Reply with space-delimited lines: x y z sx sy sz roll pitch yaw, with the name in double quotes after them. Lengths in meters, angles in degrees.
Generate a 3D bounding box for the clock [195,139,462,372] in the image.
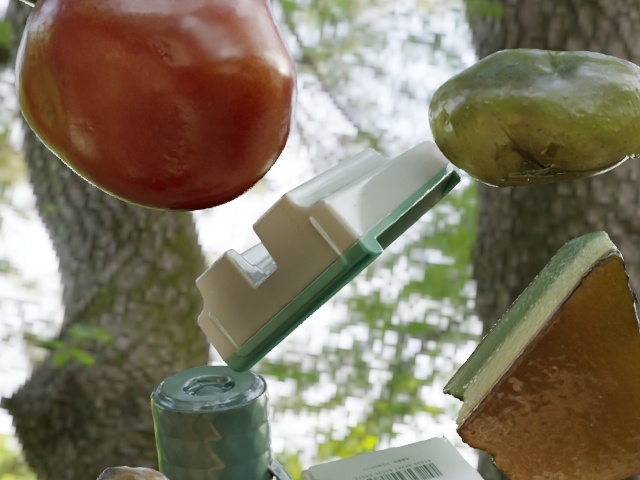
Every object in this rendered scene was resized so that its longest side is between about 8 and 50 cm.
0.000 0.000 1.805 0.116 0.231 0.262 50 -50 1 "clock"

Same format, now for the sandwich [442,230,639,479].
0.200 0.116 1.469 0.186 0.220 0.108 -17 21 1 "sandwich"

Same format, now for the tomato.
-0.170 -0.160 1.583 0.226 0.299 0.298 -24 -2 -29 "tomato"

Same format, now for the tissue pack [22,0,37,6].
-0.367 -0.409 2.217 0.257 0.185 0.081 24 1 -15 "tissue pack"

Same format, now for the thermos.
-0.109 0.306 2.021 0.182 0.286 0.145 -1 18 15 "thermos"

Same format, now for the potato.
0.238 -0.127 1.731 0.248 0.169 0.143 -3 -48 9 "potato"

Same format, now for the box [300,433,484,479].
0.065 0.390 1.926 0.200 0.299 0.106 -9 34 -28 "box"

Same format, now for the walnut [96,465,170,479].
-0.210 0.320 1.515 0.238 0.204 0.141 -18 -5 16 "walnut"
